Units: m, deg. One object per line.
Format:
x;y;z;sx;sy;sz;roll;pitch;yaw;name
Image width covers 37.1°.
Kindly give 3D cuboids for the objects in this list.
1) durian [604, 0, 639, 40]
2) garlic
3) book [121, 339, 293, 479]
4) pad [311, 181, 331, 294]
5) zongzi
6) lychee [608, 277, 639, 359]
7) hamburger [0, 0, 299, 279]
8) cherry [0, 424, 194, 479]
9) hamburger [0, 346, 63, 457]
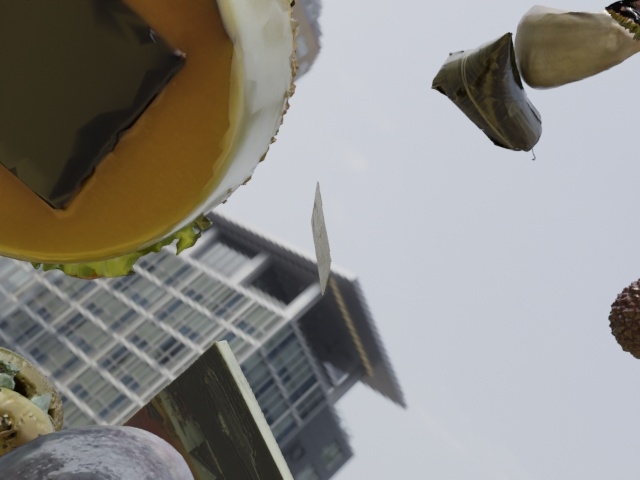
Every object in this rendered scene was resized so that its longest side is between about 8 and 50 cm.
0.482;-0.284;1.219;0.108;0.187;0.119;33;37;-46;durian
0.466;-0.362;1.690;0.338;0.196;0.151;14;-56;69;garlic
-0.197;0.356;1.577;0.374;0.028;0.262;-42;-109;42;book
0.000;0.000;1.723;0.232;0.004;0.156;101;-19;-72;pad
0.351;-0.258;1.725;0.248;0.111;0.241;41;-16;-14;zongzi
0.404;0.092;1.114;0.129;0.123;0.123;10;-39;22;lychee
-0.157;-0.120;0.613;0.276;0.294;0.179;39;18;-7;hamburger
-0.173;0.223;0.686;0.195;0.195;0.195;39;-25;22;cherry
-0.345;0.188;0.939;0.177;0.113;0.185;16;-60;-7;hamburger
